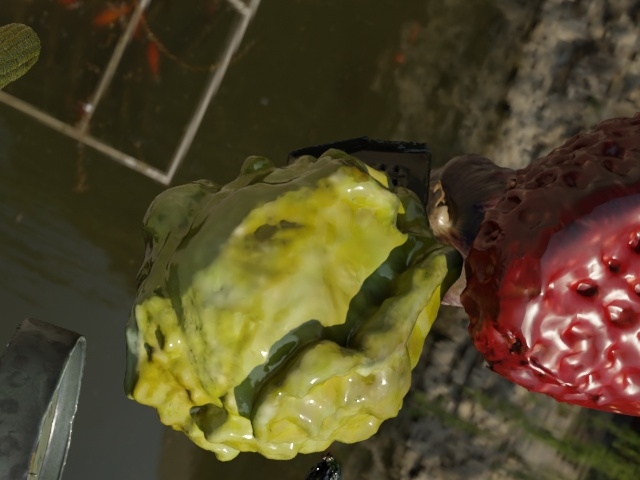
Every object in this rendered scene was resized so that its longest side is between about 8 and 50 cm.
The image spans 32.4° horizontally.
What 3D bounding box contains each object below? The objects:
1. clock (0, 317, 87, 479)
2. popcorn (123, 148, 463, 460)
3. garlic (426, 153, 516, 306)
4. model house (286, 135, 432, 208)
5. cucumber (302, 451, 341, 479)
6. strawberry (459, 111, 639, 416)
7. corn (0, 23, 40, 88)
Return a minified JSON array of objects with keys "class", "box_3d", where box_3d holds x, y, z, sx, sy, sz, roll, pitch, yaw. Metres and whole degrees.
[{"class":"clock","box_3d":[-0.306,0.233,1.123,0.312,0.061,0.312,-167,-90,-85]},{"class":"popcorn","box_3d":[-0.023,0.065,1.059,0.312,0.312,0.312,-55,160,-31]},{"class":"garlic","box_3d":[0.207,-0.011,1.623,0.161,0.245,0.244,8,108,-41]},{"class":"model house","box_3d":[0.000,0.000,1.348,0.204,0.243,0.211,-78,175,-55]},{"class":"cucumber","box_3d":[-0.024,0.306,1.171,0.181,0.053,0.053,-65,164,16]},{"class":"strawberry","box_3d":[0.263,0.034,1.099,0.345,0.295,0.317,-4,125,-37]},{"class":"corn","box_3d":[-0.422,-0.230,1.423,0.206,0.067,0.067,-64,171,-60]}]
